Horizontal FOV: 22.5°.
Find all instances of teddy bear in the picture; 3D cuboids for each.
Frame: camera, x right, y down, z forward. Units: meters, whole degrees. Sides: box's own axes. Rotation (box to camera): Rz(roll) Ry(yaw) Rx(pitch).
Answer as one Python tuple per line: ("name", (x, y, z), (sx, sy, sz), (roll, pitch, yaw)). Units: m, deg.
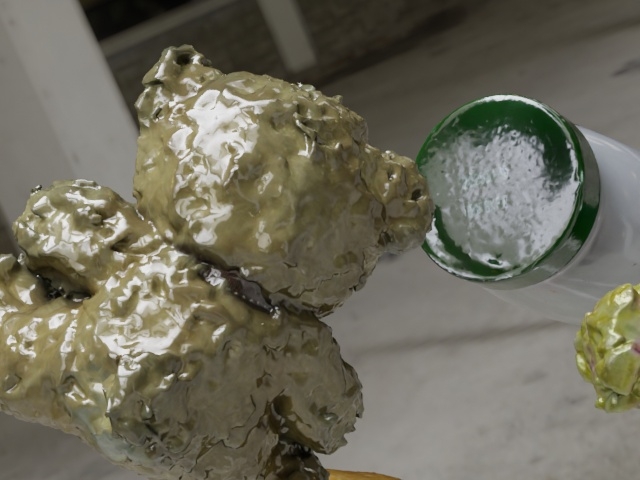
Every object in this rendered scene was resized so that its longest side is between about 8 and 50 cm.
("teddy bear", (-0.062, 0.020, 0.925), (0.256, 0.267, 0.156), (-61, 8, -13))

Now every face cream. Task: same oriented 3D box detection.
("face cream", (0.272, -0.023, 1.846), (0.312, 0.219, 0.357), (22, 2, 33))

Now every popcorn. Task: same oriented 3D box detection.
("popcorn", (0.265, 0.092, 1.385), (0.089, 0.109, 0.097), (-3, -5, -18))

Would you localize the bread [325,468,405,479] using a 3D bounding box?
("bread", (0.050, 0.215, 1.283), (0.136, 0.054, 0.154), (21, 4, 16))
